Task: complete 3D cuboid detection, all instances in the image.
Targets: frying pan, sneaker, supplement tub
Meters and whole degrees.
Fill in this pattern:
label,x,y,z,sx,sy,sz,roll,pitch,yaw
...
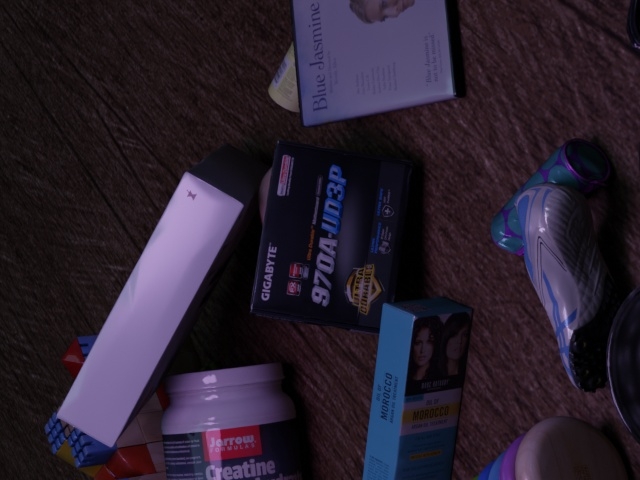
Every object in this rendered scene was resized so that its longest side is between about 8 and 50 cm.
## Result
label,x,y,z,sx,sy,sz,roll,pitch,yaw
frying pan,0.353,0.075,1.530,0.197,0.053,0.326,-43,57,46
sneaker,0.268,0.049,1.595,0.086,0.085,0.237,12,121,64
supplement tub,-0.121,0.314,2.064,0.191,0.191,0.272,-12,84,53

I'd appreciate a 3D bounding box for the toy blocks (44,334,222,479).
label,x,y,z,sx,sy,sz,roll,pitch,yaw
toy blocks,-0.284,0.283,2.221,0.191,0.260,0.381,-51,54,42

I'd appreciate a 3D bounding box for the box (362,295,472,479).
label,x,y,z,sx,sy,sz,roll,pitch,yaw
box,0.118,0.196,1.812,0.060,0.100,0.244,21,110,49

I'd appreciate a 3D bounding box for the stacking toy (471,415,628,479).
label,x,y,z,sx,sy,sz,roll,pitch,yaw
stacking toy,0.202,0.313,1.698,0.330,0.141,0.141,-40,61,53

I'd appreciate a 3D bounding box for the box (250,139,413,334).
label,x,y,z,sx,sy,sz,roll,pitch,yaw
box,0.014,-0.002,1.835,0.051,0.175,0.220,117,162,-80

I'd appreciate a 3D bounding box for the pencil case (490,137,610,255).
label,x,y,z,sx,sy,sz,roll,pitch,yaw
pencil case,0.255,-0.045,1.640,0.152,0.064,0.070,-52,40,42

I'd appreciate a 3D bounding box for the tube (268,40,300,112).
label,x,y,z,sx,sy,sz,roll,pitch,yaw
tube,0.008,-0.281,1.961,0.070,0.062,0.240,29,119,-1

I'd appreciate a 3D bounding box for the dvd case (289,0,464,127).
label,x,y,z,sx,sy,sz,roll,pitch,yaw
dvd case,0.066,-0.249,1.864,0.253,0.022,0.180,-8,87,40

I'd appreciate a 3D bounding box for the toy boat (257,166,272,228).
label,x,y,z,sx,sy,sz,roll,pitch,yaw
toy boat,0.000,0.000,1.947,0.151,0.151,0.231,109,147,-73

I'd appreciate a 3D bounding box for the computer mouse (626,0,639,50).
label,x,y,z,sx,sy,sz,roll,pitch,yaw
computer mouse,0.397,-0.288,1.435,0.272,0.072,0.189,-174,80,-65

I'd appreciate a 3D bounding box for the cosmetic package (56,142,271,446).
label,x,y,z,sx,sy,sz,roll,pitch,yaw
cosmetic package,-0.203,0.065,2.017,0.097,0.284,0.377,30,104,3
